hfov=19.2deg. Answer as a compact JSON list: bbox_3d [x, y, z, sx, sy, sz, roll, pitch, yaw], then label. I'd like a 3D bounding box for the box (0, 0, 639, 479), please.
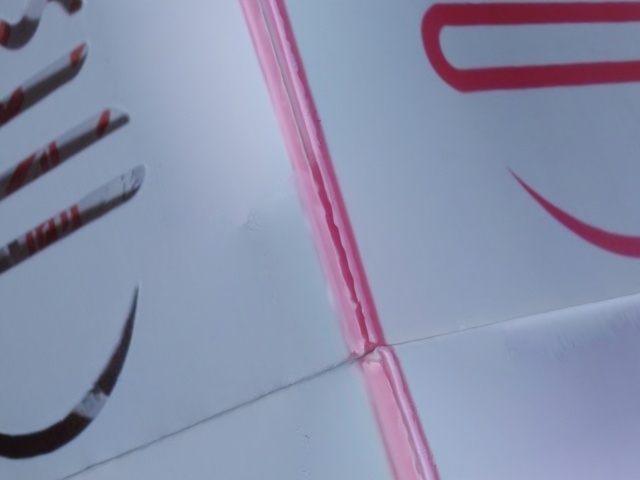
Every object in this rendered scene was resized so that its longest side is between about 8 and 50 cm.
[{"bbox_3d":[0.000,0.000,0.750,0.312,0.314,0.300,-7,76,-45],"label":"box"}]
